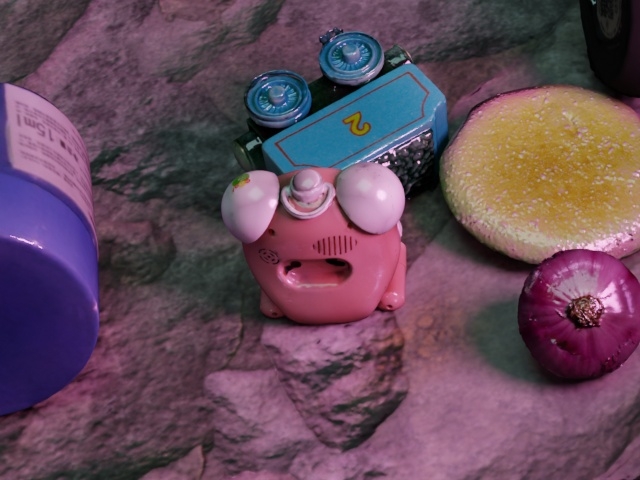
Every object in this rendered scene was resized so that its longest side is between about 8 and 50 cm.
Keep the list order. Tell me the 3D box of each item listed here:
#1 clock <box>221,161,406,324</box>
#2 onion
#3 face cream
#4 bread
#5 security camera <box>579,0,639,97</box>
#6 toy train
[{"bbox_3d":[0.000,0.000,1.668,0.165,0.162,0.093,-4,50,10],"label":"clock"},{"bbox_3d":[0.227,0.064,1.609,0.115,0.115,0.104,-17,2,-3],"label":"onion"},{"bbox_3d":[-0.328,0.004,1.681,0.249,0.249,0.225,-12,43,2],"label":"face cream"},{"bbox_3d":[0.226,-0.068,1.741,0.228,0.033,0.228,0,50,1],"label":"bread"},{"bbox_3d":[0.406,-0.242,1.777,0.277,0.197,0.191,-5,10,-10],"label":"security camera"},{"bbox_3d":[0.024,-0.104,1.792,0.203,0.112,0.163,-31,54,-13],"label":"toy train"}]
